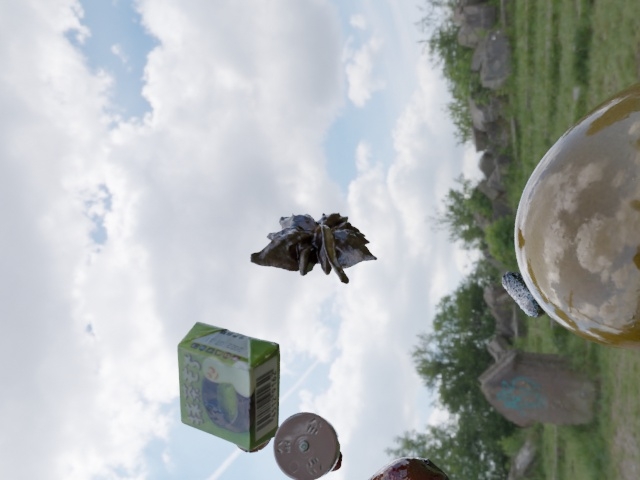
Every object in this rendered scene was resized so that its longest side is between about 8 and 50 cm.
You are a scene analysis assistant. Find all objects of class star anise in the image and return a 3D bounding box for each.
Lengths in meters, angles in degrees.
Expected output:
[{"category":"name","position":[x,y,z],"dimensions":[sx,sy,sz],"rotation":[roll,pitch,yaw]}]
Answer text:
[{"category":"star anise","position":[-0.002,0.002,1.291],"dimensions":[0.349,0.292,0.109],"rotation":[-57,-42,-59]}]

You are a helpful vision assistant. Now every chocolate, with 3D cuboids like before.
[{"category":"chocolate","position":[-0.266,0.412,1.557],"dimensions":[0.137,0.288,0.301],"rotation":[-27,-56,-58]}]

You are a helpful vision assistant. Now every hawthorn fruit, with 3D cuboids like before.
[{"category":"hawthorn fruit","position":[0.160,0.552,1.088],"dimensions":[0.215,0.249,0.215],"rotation":[53,180,0]}]

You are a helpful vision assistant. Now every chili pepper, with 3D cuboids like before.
[{"category":"chili pepper","position":[0.023,0.564,1.432],"dimensions":[0.073,0.070,0.123],"rotation":[-40,-10,-8]}]

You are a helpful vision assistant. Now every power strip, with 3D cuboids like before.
[{"category":"power strip","position":[-0.033,0.476,1.273],"dimensions":[0.078,0.154,0.154],"rotation":[66,-150,-69]}]

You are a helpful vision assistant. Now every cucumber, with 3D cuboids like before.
[{"category":"cucumber","position":[0.633,0.173,1.690],"dimensions":[0.072,0.081,0.303],"rotation":[-51,7,14]}]

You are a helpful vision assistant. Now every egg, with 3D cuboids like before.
[{"category":"egg","position":[0.356,-0.037,0.576],"dimensions":[0.322,0.250,0.250],"rotation":[-53,-20,9]}]

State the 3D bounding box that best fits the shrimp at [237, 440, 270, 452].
[{"category":"shrimp","position":[-0.199,0.585,1.779],"dimensions":[0.236,0.133,0.053],"rotation":[-58,-33,8]}]
